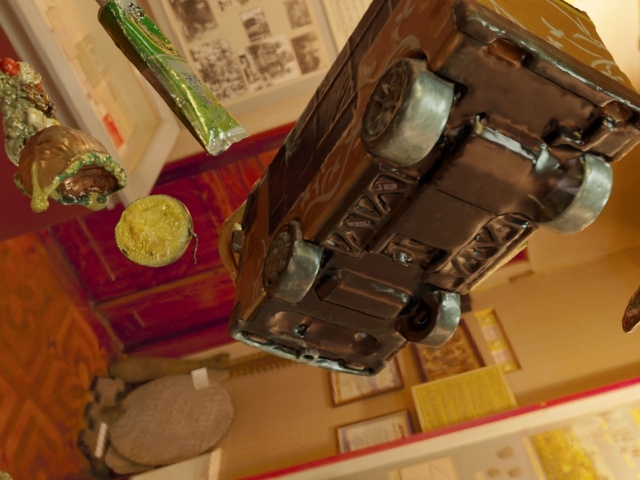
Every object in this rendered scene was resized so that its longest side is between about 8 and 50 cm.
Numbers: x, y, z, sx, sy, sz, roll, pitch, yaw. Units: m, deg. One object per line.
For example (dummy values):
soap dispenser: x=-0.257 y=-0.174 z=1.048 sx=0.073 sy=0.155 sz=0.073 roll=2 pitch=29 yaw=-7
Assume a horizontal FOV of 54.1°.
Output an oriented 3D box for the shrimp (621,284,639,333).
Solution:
shrimp: x=0.523 y=0.082 z=0.972 sx=0.101 sy=0.042 sz=0.190 roll=-51 pitch=164 yaw=-34

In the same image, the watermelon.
watermelon: x=-0.450 y=-0.021 z=1.764 sx=0.127 sy=0.232 sz=0.204 roll=78 pitch=10 yaw=-76

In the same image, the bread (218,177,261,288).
bread: x=0.000 y=0.000 z=1.023 sx=0.300 sy=0.210 sz=0.341 roll=45 pitch=44 yaw=-18

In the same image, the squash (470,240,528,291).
squash: x=0.348 y=-0.016 z=1.312 sx=0.155 sy=0.204 sz=0.237 roll=54 pitch=4 yaw=12

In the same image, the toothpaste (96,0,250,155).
toothpaste: x=-0.184 y=-0.206 z=0.744 sx=0.248 sy=0.047 sz=0.078 roll=50 pitch=42 yaw=-2

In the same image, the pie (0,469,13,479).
pie: x=-0.512 y=0.434 z=0.857 sx=0.055 sy=0.274 sz=0.274 roll=54 pitch=18 yaw=-49

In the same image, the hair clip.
hair clip: x=-0.557 y=-0.248 z=1.206 sx=0.321 sy=0.091 sz=0.138 roll=57 pitch=5 yaw=28

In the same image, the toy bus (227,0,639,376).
toy bus: x=0.059 y=-0.048 z=0.484 sx=0.323 sy=0.162 sz=0.194 roll=-51 pitch=-152 yaw=41

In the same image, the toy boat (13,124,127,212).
toy boat: x=-0.303 y=-0.082 z=0.747 sx=0.293 sy=0.108 sz=0.099 roll=-163 pitch=-121 yaw=-81
